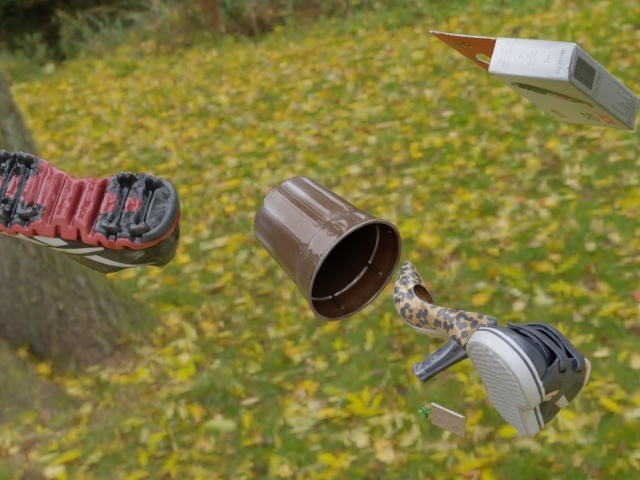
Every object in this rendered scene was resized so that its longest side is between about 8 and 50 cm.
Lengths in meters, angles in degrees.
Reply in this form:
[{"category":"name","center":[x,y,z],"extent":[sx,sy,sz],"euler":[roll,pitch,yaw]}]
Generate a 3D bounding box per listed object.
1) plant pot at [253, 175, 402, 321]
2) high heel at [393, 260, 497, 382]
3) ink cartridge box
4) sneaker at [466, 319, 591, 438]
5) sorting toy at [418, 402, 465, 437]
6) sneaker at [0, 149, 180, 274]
[{"category":"plant pot","center":[0.000,0.000,1.626],"extent":[0.167,0.167,0.165],"euler":[-25,48,-30]},{"category":"high heel","center":[0.231,0.111,2.093],"extent":[0.186,0.093,0.261],"euler":[-37,46,31]},{"category":"ink cartridge box","center":[0.319,-0.238,1.719],"extent":[0.238,0.060,0.275],"euler":[12,-3,35]},{"category":"sneaker","center":[0.283,0.163,1.547],"extent":[0.127,0.321,0.126],"euler":[-43,66,-6]},{"category":"sorting toy","center":[0.185,0.268,1.757],"extent":[0.083,0.062,0.012],"euler":[22,56,25]},{"category":"sneaker","center":[-0.276,-0.025,1.270],"extent":[0.276,0.135,0.098],"euler":[9,64,13]}]
